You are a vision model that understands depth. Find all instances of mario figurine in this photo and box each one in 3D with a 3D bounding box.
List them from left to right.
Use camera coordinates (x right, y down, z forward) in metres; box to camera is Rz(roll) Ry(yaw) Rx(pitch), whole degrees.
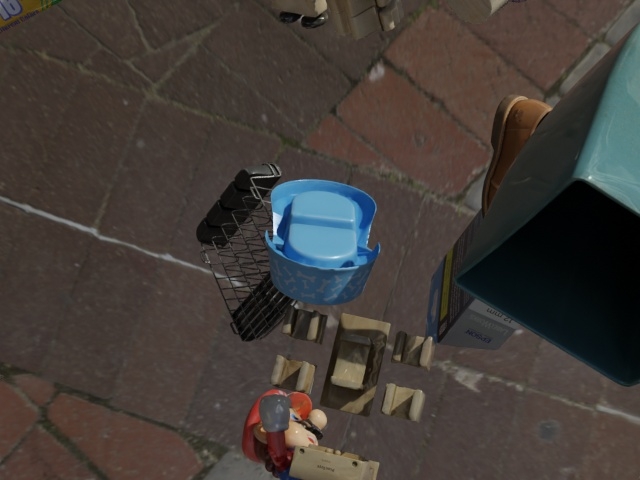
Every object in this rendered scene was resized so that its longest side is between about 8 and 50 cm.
[{"bbox_3d":[-0.011,0.352,1.505,0.170,0.198,0.320,-6,39,-25],"label":"mario figurine"}]

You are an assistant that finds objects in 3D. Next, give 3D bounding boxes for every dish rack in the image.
[{"bbox_3d":[-0.109,0.025,1.591,0.208,0.074,0.271,-49,55,36],"label":"dish rack"}]

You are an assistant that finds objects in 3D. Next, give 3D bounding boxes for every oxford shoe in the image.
[{"bbox_3d":[0.252,-0.070,1.170,0.076,0.076,0.212,-15,115,-37],"label":"oxford shoe"}]

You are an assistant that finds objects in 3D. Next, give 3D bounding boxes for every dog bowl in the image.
[{"bbox_3d":[0.000,0.000,1.421,0.166,0.297,0.074,6,116,-3],"label":"dog bowl"}]

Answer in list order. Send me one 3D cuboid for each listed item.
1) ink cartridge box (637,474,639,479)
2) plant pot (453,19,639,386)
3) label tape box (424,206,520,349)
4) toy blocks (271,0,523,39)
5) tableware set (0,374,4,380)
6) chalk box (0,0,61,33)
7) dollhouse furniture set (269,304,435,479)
[{"bbox_3d":[0.493,0.406,1.351,0.090,0.092,0.143,11,118,-3],"label":"ink cartridge box"},{"bbox_3d":[0.243,-0.047,0.723,0.166,0.165,0.234,32,56,-5],"label":"plant pot"},{"bbox_3d":[0.321,0.063,1.761,0.115,0.347,0.249,23,41,-7],"label":"label tape box"},{"bbox_3d":[0.092,-0.338,0.683,0.260,0.309,0.288,-41,42,-24],"label":"toy blocks"},{"bbox_3d":[-0.423,0.203,1.058,0.039,0.194,0.128,27,100,-1],"label":"tableware set"},{"bbox_3d":[-0.326,-0.303,0.841,0.132,0.132,0.213,-26,126,2],"label":"chalk box"},{"bbox_3d":[0.043,0.235,1.379,0.212,0.161,0.242,11,79,13],"label":"dollhouse furniture set"}]
